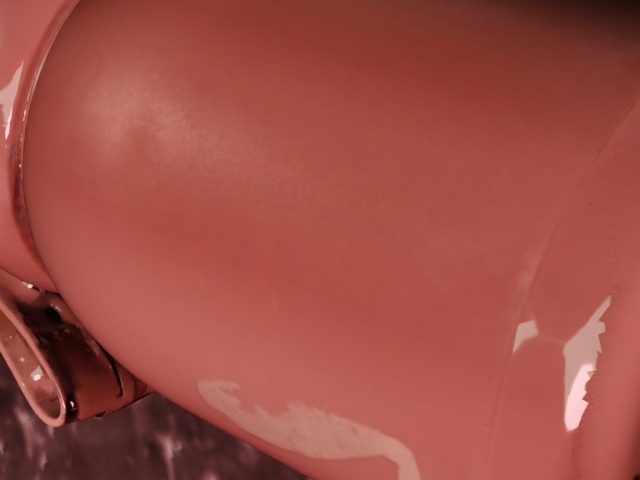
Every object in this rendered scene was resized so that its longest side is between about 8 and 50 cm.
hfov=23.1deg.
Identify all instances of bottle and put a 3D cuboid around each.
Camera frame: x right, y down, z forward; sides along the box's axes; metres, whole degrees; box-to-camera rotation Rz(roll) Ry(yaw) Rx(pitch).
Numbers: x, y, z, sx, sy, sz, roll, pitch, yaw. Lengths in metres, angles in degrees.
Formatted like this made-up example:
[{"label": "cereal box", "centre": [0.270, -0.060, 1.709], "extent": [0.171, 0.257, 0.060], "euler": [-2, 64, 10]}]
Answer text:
[{"label": "bottle", "centre": [0.000, 0.000, 0.506], "extent": [0.297, 0.173, 0.206], "euler": [23, 113, 31]}]
